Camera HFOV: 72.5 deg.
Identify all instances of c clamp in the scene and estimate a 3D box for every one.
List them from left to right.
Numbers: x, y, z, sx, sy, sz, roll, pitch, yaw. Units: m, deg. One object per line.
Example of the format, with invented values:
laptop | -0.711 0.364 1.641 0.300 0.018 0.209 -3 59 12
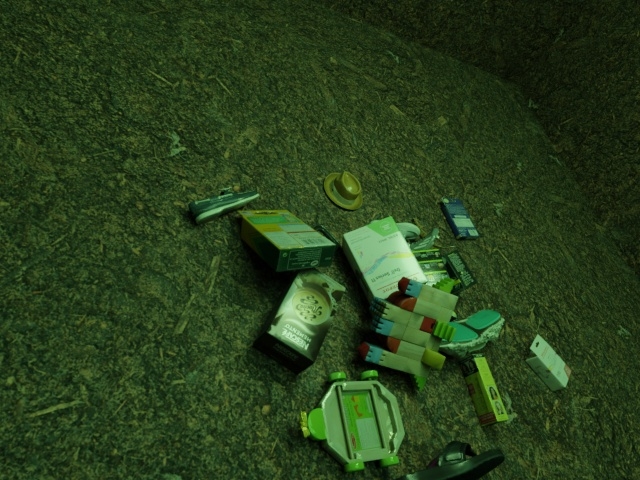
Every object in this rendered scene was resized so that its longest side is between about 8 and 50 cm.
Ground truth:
c clamp | 0.000 0.000 1.630 0.161 0.022 0.137 43 41 4

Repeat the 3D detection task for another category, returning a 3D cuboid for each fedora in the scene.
fedora | 0.109 -0.222 1.819 0.195 0.079 0.194 17 50 -21

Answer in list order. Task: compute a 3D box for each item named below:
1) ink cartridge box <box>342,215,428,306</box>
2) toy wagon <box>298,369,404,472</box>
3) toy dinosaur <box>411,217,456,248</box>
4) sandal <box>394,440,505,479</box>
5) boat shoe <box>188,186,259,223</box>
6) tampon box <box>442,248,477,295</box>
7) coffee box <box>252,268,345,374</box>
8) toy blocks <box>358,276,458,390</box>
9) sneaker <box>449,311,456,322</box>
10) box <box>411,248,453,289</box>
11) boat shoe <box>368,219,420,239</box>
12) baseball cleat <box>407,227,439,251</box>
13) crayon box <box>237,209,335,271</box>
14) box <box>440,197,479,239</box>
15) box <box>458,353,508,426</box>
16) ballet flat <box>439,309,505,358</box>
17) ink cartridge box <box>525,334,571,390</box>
ink cartridge box | 0.241 0.112 1.572 0.207 0.119 0.353 -22 67 -10
toy wagon | 0.084 0.519 1.264 0.345 0.068 0.267 6 54 -27
toy dinosaur | 0.448 -0.002 1.845 0.211 0.112 0.064 42 45 1
sandal | 0.369 0.658 1.283 0.446 0.167 0.107 5 38 -30
boat shoe | -0.324 -0.132 1.477 0.255 0.095 0.079 -28 86 -33
tampon box | 0.528 0.139 1.778 0.102 0.120 0.160 -16 72 -40
coffee box | -0.058 0.233 1.349 0.168 0.119 0.297 34 46 -7
toy blocks | 0.271 0.269 1.428 0.261 0.191 0.381 21 91 -18
sneaker | 0.431 0.252 1.669 0.209 0.081 0.094 22 46 -16
box | 0.388 0.124 1.673 0.191 0.045 0.184 -6 56 -9
boat shoe | 0.304 -0.025 1.782 0.228 0.079 0.081 7 45 -14
baseball cleat | 0.399 0.017 1.778 0.110 0.072 0.205 32 75 9
crayon box | -0.125 -0.009 1.439 0.203 0.083 0.323 -4 26 -34
box | 0.667 -0.105 2.111 0.137 0.036 0.225 0 59 -32
box | 0.576 0.529 1.552 0.058 0.087 0.232 4 57 -27
ballet flat | 0.544 0.366 1.622 0.409 0.147 0.146 -8 62 -35
ink cartridge box | 0.928 0.502 1.803 0.198 0.067 0.115 51 46 8
